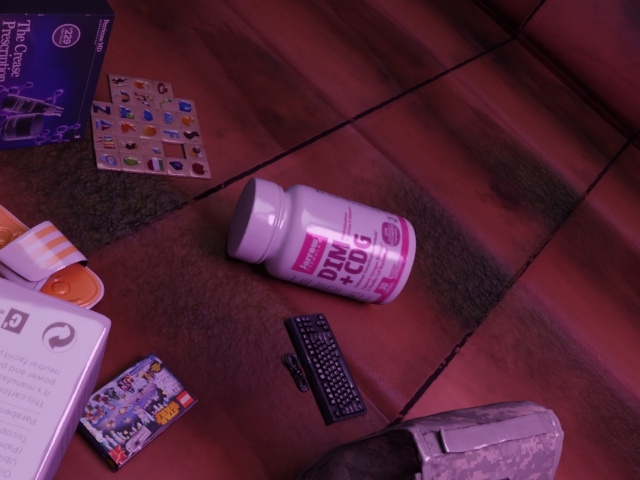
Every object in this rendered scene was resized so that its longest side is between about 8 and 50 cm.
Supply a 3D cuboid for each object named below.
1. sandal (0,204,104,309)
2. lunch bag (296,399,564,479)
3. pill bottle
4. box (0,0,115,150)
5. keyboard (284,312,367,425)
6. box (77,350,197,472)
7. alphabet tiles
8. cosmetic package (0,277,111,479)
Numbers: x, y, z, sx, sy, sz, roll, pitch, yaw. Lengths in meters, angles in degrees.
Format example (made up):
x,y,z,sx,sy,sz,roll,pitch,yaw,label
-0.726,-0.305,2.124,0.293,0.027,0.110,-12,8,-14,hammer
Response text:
x,y,z,sx,sy,sz,roll,pitch,yaw,label
-0.413,0.002,0.884,0.265,0.076,0.102,37,44,0,sandal
0.144,0.307,0.826,0.235,0.287,0.169,2,53,-32,lunch bag
0.000,0.000,1.083,0.283,0.160,0.160,16,48,-19,pill bottle
-0.431,-0.259,0.958,0.184,0.261,0.103,-20,67,-40,box
-0.001,0.197,1.017,0.108,0.023,0.180,-5,57,-35,keyboard
-0.241,0.219,0.846,0.094,0.027,0.137,45,44,7,box
-0.312,-0.210,1.174,0.198,0.009,0.237,2,53,-30,alphabet tiles
-0.341,0.268,0.527,0.161,0.230,0.453,22,59,-11,cosmetic package
